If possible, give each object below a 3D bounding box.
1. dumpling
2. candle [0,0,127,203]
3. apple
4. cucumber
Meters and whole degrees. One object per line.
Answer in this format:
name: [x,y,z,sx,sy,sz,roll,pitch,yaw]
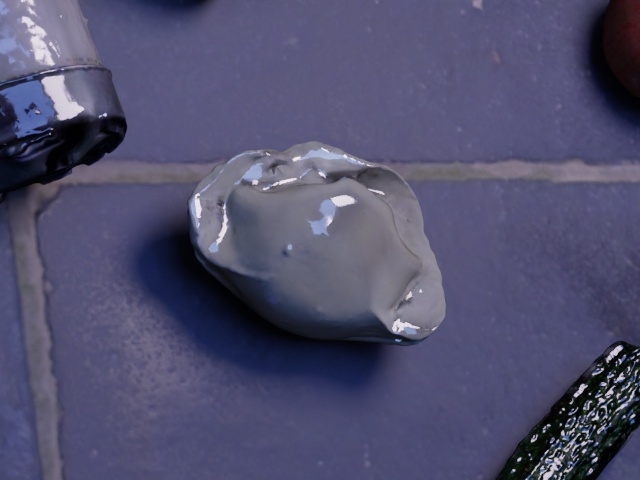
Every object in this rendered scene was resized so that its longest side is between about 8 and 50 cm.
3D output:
dumpling: [0.000,0.000,1.621,0.250,0.132,0.162,23,68,-19]
candle: [-0.289,-0.187,1.508,0.187,0.187,0.330,-18,81,-31]
apple: [0.350,-0.203,1.876,0.153,0.120,0.153,12,66,-29]
cucumber: [0.210,0.199,1.699,0.077,0.077,0.265,50,60,-5]
